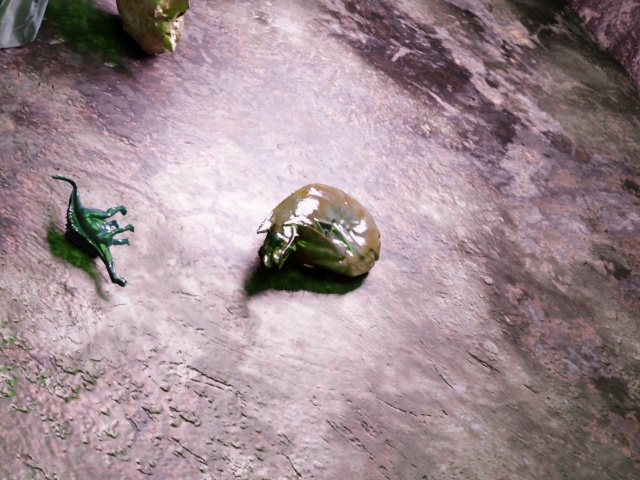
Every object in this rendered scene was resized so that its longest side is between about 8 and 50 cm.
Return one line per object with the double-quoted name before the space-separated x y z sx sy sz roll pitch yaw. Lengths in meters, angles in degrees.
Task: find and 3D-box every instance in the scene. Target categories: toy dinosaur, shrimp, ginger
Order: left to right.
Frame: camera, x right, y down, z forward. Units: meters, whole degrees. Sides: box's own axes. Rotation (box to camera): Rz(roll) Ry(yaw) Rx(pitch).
"toy dinosaur" -0.297 -0.018 1.650 0.080 0.045 0.197 -16 61 -37
"ginger" -0.278 -0.391 2.041 0.102 0.157 0.216 -13 61 -30
"shrimp" 0.000 0.000 1.858 0.168 0.077 0.317 41 31 5

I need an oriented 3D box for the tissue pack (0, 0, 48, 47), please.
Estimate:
"tissue pack" -0.513 -0.478 1.876 0.103 0.228 0.316 -14 56 -42
